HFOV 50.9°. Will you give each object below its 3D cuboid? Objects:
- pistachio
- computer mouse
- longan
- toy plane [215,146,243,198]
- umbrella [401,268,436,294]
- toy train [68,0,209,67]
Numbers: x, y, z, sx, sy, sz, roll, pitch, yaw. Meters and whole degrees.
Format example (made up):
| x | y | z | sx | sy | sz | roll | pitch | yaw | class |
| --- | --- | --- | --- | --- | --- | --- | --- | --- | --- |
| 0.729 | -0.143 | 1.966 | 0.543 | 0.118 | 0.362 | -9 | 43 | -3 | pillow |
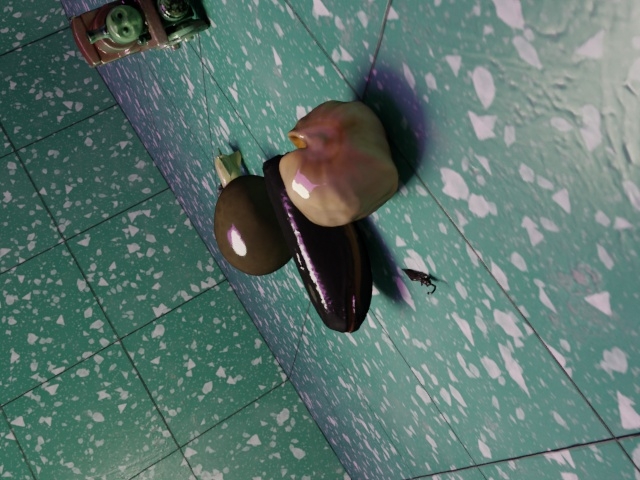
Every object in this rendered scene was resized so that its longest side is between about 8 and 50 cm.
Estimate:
| x | y | z | sx | sy | sz | roll | pitch | yaw | class |
| --- | --- | --- | --- | --- | --- | --- | --- | --- | --- |
| 0.028 | -0.093 | 0.878 | 0.157 | 0.157 | 0.229 | 57 | 176 | 12 | pistachio |
| 0.005 | -0.001 | 1.133 | 0.323 | 0.116 | 0.183 | 68 | 165 | -2 | computer mouse |
| -0.125 | -0.029 | 1.364 | 0.198 | 0.198 | 0.213 | 44 | 142 | 44 | longan |
| -0.187 | -0.097 | 1.605 | 0.242 | 0.104 | 0.256 | -121 | 13 | -72 | toy plane |
| 0.145 | 0.054 | 0.985 | 0.013 | 0.022 | 0.122 | 38 | -177 | -19 | umbrella |
| -0.358 | -0.425 | 1.309 | 0.304 | 0.221 | 0.150 | 22 | 137 | 64 | toy train |
